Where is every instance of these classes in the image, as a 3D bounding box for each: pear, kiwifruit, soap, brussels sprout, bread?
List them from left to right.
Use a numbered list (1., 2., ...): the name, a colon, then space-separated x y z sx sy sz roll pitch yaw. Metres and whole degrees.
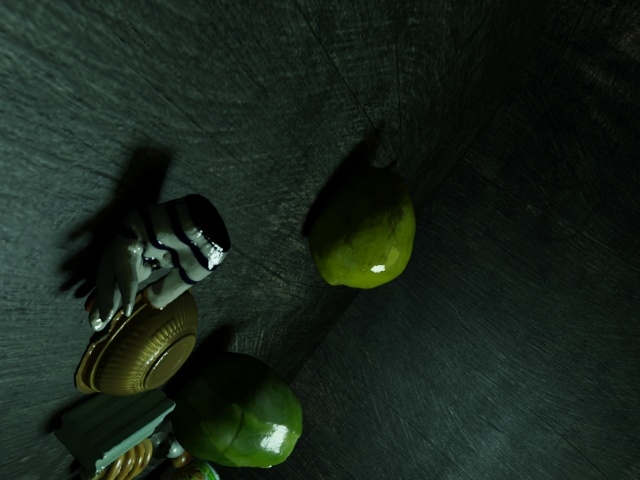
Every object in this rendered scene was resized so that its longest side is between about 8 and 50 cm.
1. soap: -0.380 0.335 1.077 0.063 0.114 0.198 -57 165 23
2. bread: -0.449 0.489 1.277 0.119 0.084 0.177 -58 156 1
3. kiwifruit: -0.462 0.715 1.909 0.075 0.075 0.124 -52 174 -3
4. brussels sprout: -0.235 0.448 1.517 0.371 0.314 0.276 -17 -132 46
5. pear: 0.125 -0.042 1.526 0.375 0.287 0.287 -68 166 2

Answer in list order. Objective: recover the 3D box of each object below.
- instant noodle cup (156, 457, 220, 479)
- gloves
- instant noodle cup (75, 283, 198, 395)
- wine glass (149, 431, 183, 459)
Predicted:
1. instant noodle cup: -0.463 0.846 1.893 0.232 0.207 0.207 -26 152 -47
2. gloves: -0.238 0.028 0.781 0.218 0.131 0.140 -24 175 13
3. instant noodle cup: -0.298 0.192 1.032 0.274 0.090 0.274 -50 167 -16
4. wine glass: -0.449 0.612 1.699 0.074 0.074 0.262 -48 168 -18
